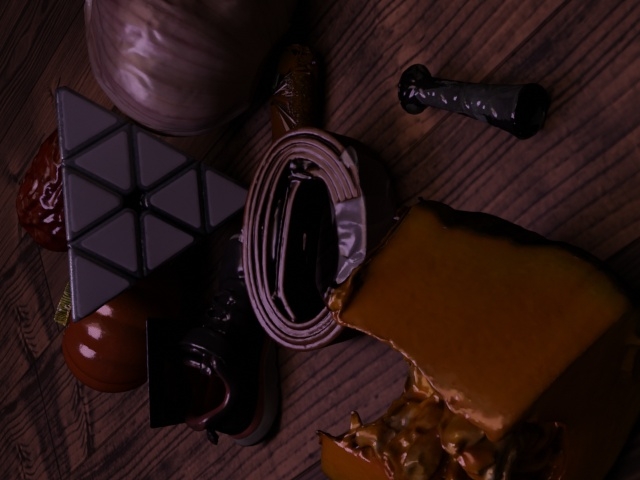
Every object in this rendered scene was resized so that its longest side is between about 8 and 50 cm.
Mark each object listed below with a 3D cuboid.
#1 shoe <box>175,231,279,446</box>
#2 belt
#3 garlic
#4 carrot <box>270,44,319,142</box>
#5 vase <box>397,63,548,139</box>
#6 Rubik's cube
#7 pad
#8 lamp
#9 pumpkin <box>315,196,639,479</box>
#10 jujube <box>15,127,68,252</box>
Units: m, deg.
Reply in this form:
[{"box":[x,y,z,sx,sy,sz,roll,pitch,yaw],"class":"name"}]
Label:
[{"box":[-0.131,0.133,1.197,0.114,0.137,0.291,-1,85,47],"class":"shoe"},{"box":[0.000,0.000,1.065,0.184,0.105,0.262,11,95,29],"class":"belt"},{"box":[-0.180,-0.293,1.186,0.317,0.259,0.317,-57,19,32],"class":"garlic"},{"box":[-0.034,-0.141,1.171,0.069,0.069,0.229,0,88,47],"class":"carrot"},{"box":[0.160,-0.152,0.959,0.167,0.059,0.059,23,104,46],"class":"vase"},{"box":[-0.272,-0.047,1.241,0.228,0.233,0.229,42,109,23],"class":"Rubik's cube"},{"box":[-0.185,0.178,1.217,0.003,0.211,0.143,-5,83,16],"class":"pad"},{"box":[-0.294,0.120,1.334,0.223,0.196,0.223,-158,90,-81],"class":"lamp"},{"box":[0.146,0.130,0.814,0.225,0.256,0.303,36,136,38],"class":"pumpkin"},{"box":[-0.410,-0.095,1.503,0.250,0.174,0.174,-52,52,18],"class":"jujube"}]
